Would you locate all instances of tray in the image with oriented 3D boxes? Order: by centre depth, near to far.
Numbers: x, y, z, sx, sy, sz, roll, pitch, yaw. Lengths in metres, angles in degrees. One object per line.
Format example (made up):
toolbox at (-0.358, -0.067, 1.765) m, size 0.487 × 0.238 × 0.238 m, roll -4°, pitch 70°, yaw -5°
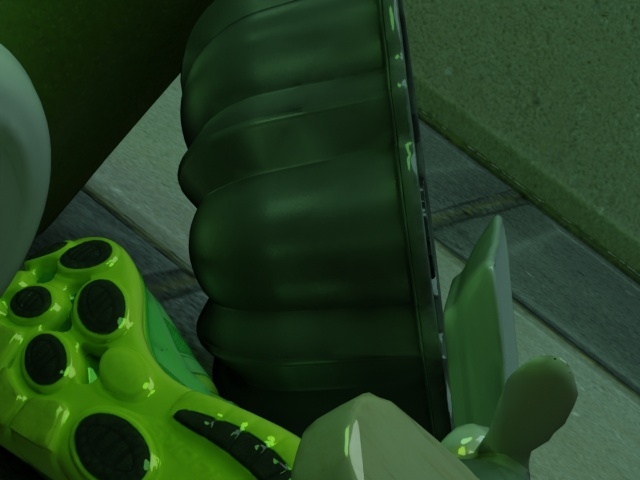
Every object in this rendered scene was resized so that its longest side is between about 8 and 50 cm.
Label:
tray at (0.088, 0.131, 0.935) m, size 0.030 × 0.270 × 0.145 m, roll -5°, pitch 10°, yaw 9°

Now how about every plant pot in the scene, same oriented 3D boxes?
plant pot at (-0.176, -0.150, 1.128) m, size 0.276 × 0.254 × 0.276 m, roll 32°, pitch 12°, yaw -8°

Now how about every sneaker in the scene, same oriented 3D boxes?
sneaker at (-0.078, 0.101, 0.877) m, size 0.295 × 0.109 × 0.123 m, roll 41°, pitch -16°, yaw 44°

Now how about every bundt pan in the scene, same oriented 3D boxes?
bundt pan at (0.000, 0.000, 1.030) m, size 0.124 × 0.331 × 0.331 m, roll -6°, pitch 13°, yaw 5°

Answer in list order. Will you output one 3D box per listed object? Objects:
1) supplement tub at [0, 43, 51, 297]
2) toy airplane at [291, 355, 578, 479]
supplement tub at (-0.254, -0.070, 0.771) m, size 0.272 × 0.191 × 0.191 m, roll 44°, pitch 15°, yaw 31°
toy airplane at (0.161, 0.220, 0.640) m, size 0.384 × 0.272 × 0.386 m, roll -6°, pitch 82°, yaw -43°
